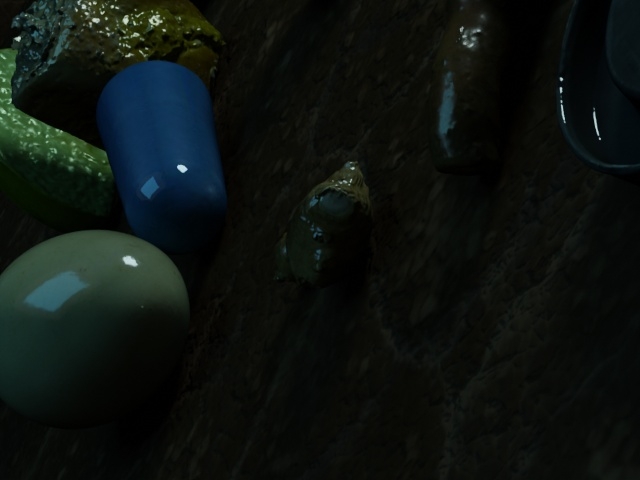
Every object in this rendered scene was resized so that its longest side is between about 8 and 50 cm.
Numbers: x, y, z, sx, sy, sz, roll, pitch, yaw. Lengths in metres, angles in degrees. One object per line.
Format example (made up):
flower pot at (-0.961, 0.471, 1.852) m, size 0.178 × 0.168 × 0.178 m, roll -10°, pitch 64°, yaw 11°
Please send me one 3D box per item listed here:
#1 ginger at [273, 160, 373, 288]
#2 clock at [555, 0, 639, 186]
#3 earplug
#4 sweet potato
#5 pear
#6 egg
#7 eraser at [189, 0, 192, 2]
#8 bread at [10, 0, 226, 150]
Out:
ginger at (-0.002, 0.007, 1.466) m, size 0.165 × 0.067 × 0.096 m, roll 124°, pitch 163°, yaw -56°
clock at (0.257, -0.166, 1.054) m, size 0.312 × 0.061 × 0.312 m, roll -50°, pitch 24°, yaw 31°
earplug at (-0.162, -0.078, 1.879) m, size 0.132 × 0.132 × 0.273 m, roll -55°, pitch 25°, yaw 19°
sweet potato at (0.137, -0.224, 1.369) m, size 0.109 × 0.109 × 0.385 m, roll -16°, pitch 55°, yaw 63°
pear at (-0.375, -0.127, 2.280) m, size 0.139 × 0.239 × 0.288 m, roll -47°, pitch 24°, yaw 36°
egg at (-0.227, 0.084, 1.729) m, size 0.253 × 0.188 × 0.188 m, roll -29°, pitch 38°, yaw 48°
eraser at (-0.145, -0.423, 2.314) m, size 0.270 × 0.095 × 0.174 m, roll -50°, pitch 21°, yaw 28°
bread at (-0.238, -0.218, 2.059) m, size 0.176 × 0.246 × 0.195 m, roll -49°, pitch 27°, yaw 37°
